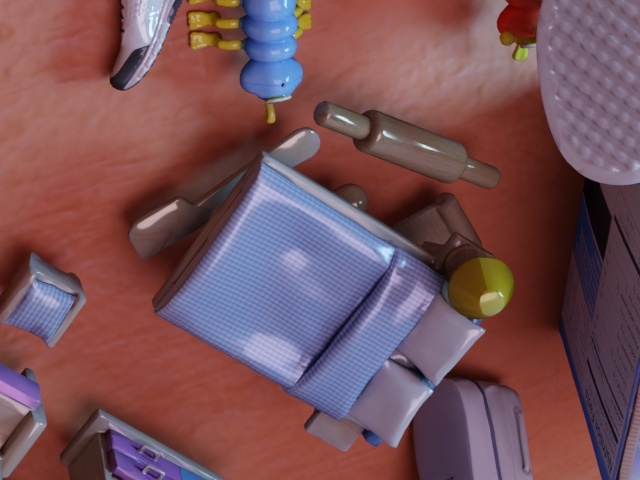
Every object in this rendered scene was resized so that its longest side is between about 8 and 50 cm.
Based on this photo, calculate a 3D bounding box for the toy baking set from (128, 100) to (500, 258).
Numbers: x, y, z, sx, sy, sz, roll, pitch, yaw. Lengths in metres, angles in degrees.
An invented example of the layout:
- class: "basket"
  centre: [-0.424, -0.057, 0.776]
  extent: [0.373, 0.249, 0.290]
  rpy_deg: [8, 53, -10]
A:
- class: "toy baking set"
  centre: [0.005, -0.005, 1.267]
  extent: [0.256, 0.030, 0.197]
  rpy_deg: [23, 111, -39]

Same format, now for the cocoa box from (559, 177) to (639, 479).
- class: "cocoa box"
  centre: [0.365, 0.042, 1.303]
  extent: [0.347, 0.231, 0.228]
  rpy_deg: [3, 120, -5]

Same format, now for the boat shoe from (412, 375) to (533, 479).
- class: "boat shoe"
  centre: [0.132, 0.227, 1.367]
  extent: [0.084, 0.095, 0.258]
  rpy_deg: [5, 76, -34]

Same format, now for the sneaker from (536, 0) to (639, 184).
- class: "sneaker"
  centre: [0.213, -0.200, 1.197]
  extent: [0.127, 0.126, 0.321]
  rpy_deg: [-22, 116, -68]

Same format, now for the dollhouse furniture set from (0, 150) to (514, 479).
- class: "dollhouse furniture set"
  centre: [-0.055, 0.086, 1.157]
  extent: [0.286, 0.198, 0.303]
  rpy_deg: [32, 105, -24]

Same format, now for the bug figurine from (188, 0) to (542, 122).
- class: "bug figurine"
  centre: [0.051, -0.197, 1.206]
  extent: [0.279, 0.072, 0.216]
  rpy_deg: [-15, 118, -19]

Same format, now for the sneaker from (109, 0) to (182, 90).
- class: "sneaker"
  centre: [-0.113, -0.148, 1.174]
  extent: [0.043, 0.040, 0.109]
  rpy_deg: [22, 98, -15]
